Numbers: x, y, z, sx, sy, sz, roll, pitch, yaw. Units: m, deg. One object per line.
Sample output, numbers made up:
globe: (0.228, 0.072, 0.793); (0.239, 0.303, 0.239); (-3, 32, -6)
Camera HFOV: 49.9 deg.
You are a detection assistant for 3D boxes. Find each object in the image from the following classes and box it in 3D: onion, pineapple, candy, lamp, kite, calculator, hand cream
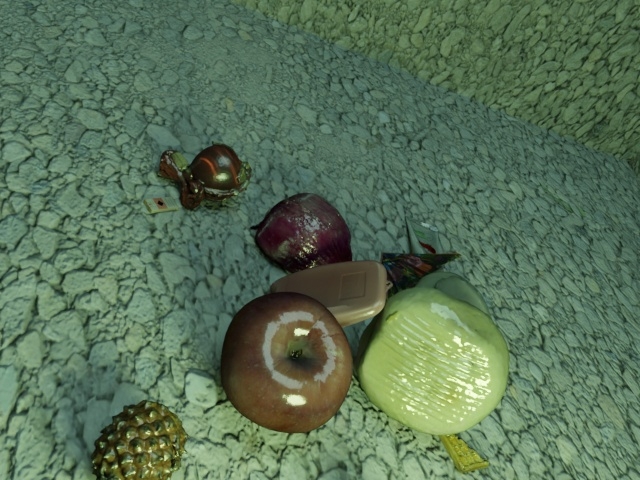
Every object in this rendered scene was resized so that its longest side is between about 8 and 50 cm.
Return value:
onion: (0.000, 0.000, 1.892); (0.349, 0.159, 0.267); (42, 41, 15)
pineapple: (-0.329, 0.385, 1.225); (0.166, 0.166, 0.193); (33, 40, 2)
candy: (0.345, 0.224, 1.854); (0.296, 0.185, 0.295); (18, 58, -32)
lamp: (-0.309, -0.196, 1.905); (0.223, 0.151, 0.215); (-14, 52, -41)
kite: (0.260, 0.088, 2.030); (0.321, 0.016, 0.234); (-28, 39, -24)
calculator: (0.014, 0.132, 1.665); (0.330, 0.048, 0.220); (-12, 35, 15)
hand cream: (0.334, 0.031, 2.177); (0.121, 0.076, 0.336); (23, 31, -13)

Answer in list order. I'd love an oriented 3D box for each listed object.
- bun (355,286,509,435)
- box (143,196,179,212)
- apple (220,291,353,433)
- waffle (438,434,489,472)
bun: (0.260, 0.273, 1.633); (0.361, 0.361, 0.213); (35, 18, 5)
box: (-0.422, -0.095, 1.824); (0.083, 0.012, 0.046); (-11, 54, -42)
apple: (-0.078, 0.261, 1.463); (0.306, 0.235, 0.305); (10, 60, -17)
waffle: (0.337, 0.491, 1.677); (0.098, 0.023, 0.152); (-1, 47, -37)
